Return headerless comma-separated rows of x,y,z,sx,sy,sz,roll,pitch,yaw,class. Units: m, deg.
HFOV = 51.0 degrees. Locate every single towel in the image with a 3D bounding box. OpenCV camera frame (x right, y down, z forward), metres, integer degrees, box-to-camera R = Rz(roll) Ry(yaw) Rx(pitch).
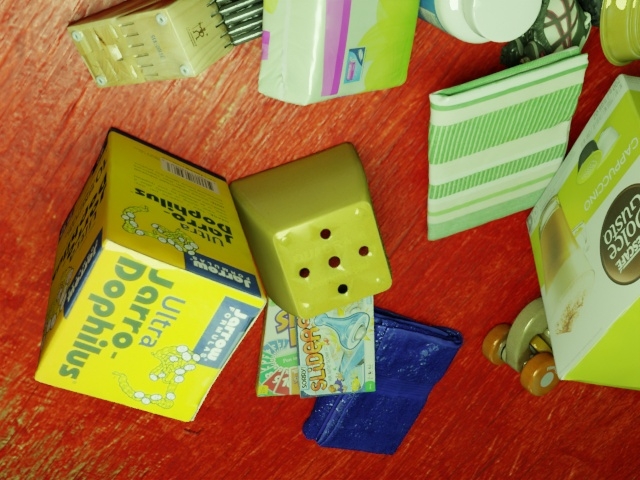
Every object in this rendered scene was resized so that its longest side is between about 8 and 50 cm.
0.283,-0.140,1.064,0.248,0.038,0.325,-19,144,-5,towel
0.122,0.285,1.291,0.227,0.076,0.308,17,112,-23,towel

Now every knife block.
-0.159,-0.303,0.891,0.276,0.242,0.088,3,128,34,knife block

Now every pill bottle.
0.195,-0.332,0.884,0.124,0.221,0.124,-7,119,-13,pill bottle

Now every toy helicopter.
0.509,0.188,1.344,0.355,0.140,0.235,17,104,-35,toy helicopter

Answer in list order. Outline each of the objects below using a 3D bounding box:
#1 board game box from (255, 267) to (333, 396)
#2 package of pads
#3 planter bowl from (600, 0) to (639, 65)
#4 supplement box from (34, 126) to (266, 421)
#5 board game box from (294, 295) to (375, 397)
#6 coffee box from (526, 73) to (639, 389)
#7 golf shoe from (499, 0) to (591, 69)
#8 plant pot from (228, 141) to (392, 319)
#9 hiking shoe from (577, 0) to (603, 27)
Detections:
-0.043,0.167,1.204,0.124,0.039,0.259,0,115,-16,board game box
0.038,-0.329,0.821,0.229,0.101,0.296,-24,129,-48,package of pads
0.515,-0.360,0.993,0.217,0.090,0.217,-22,126,-35,planter bowl
-0.227,0.027,0.881,0.195,0.356,0.194,23,109,-26,supplement box
0.025,0.175,1.165,0.136,0.035,0.201,-5,113,-3,board game box
0.553,0.009,0.994,0.338,0.334,0.337,9,140,-5,coffee box
0.339,-0.344,1.001,0.120,0.105,0.273,-20,131,-13,golf shoe
0.000,0.000,1.015,0.212,0.187,0.212,-20,114,-5,plant pot
0.419,-0.428,0.977,0.114,0.086,0.227,-24,123,-1,hiking shoe
